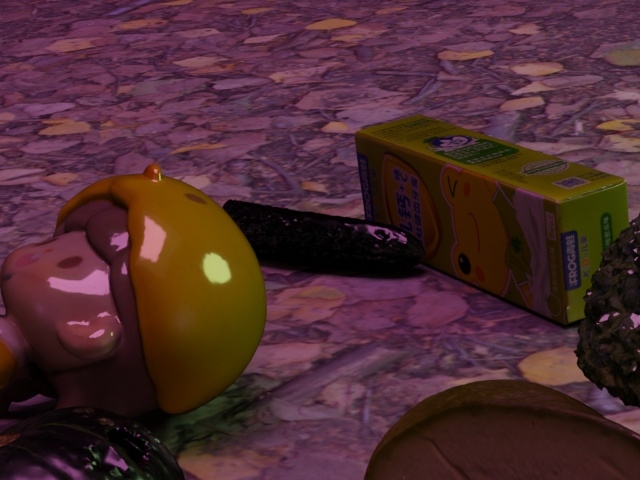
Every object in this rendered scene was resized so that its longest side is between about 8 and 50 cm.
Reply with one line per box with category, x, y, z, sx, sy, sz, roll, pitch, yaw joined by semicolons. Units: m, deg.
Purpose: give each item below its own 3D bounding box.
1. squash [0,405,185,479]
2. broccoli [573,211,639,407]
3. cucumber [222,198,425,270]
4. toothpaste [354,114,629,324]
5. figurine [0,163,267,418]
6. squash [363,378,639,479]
squash;-0.161;0.174;0.942;0.193;0.156;0.193;-23;25;11
broccoli;0.336;0.042;0.920;0.413;0.310;0.321;0;-10;16
cucumber;0.000;0.000;1.551;0.214;0.052;0.058;9;-5;32
toothpaste;0.146;-0.025;1.483;0.077;0.110;0.327;-18;22;-25
figurine;-0.210;0.065;1.239;0.343;0.187;0.215;-18;31;-15
squash;0.119;0.135;0.955;0.169;0.093;0.252;-12;4;-5
